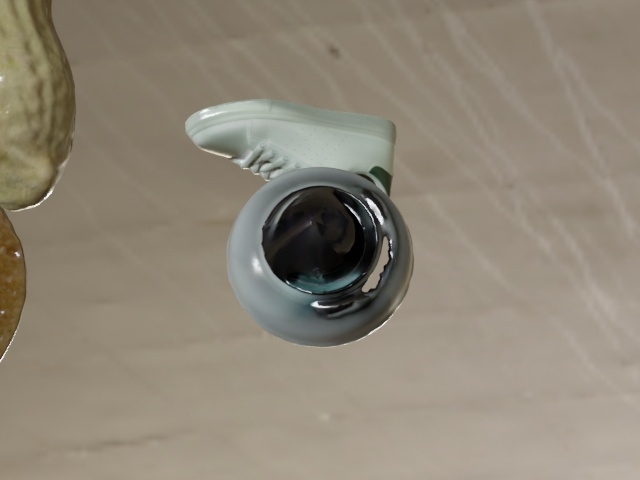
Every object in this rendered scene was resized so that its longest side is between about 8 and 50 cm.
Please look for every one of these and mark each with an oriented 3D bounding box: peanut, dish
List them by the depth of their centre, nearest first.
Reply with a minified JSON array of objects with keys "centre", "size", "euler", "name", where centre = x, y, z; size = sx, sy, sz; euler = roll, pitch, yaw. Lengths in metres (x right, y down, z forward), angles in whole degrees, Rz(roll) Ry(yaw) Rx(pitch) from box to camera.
[{"centre":[0.000,0.000,1.326],"size":[0.141,0.141,0.078],"euler":[-2,-20,-1],"name":"dish"},{"centre":[-0.249,-0.145,1.369],"size":[0.123,0.256,0.123],"euler":[-10,-7,-1],"name":"peanut"}]

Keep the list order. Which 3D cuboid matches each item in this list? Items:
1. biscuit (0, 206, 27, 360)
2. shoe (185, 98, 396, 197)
[{"centre":[-0.281,0.035,1.100],"size":[0.208,0.181,0.049],"euler":[-24,5,-13],"name":"biscuit"},{"centre":[-0.027,-0.097,2.146],"size":[0.265,0.110,0.095],"euler":[1,-17,-22],"name":"shoe"}]
